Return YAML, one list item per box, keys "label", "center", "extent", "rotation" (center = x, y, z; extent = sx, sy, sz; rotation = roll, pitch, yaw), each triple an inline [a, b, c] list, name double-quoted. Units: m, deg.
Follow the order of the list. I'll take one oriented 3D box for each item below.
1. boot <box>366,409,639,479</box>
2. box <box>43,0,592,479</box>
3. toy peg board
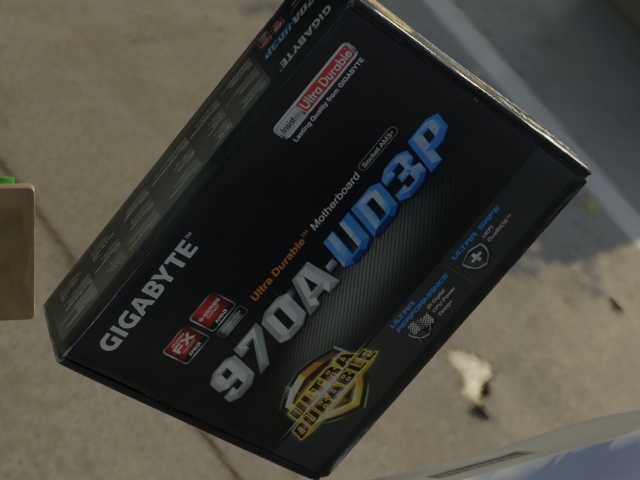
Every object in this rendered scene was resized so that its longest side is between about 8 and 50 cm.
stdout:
- label: "boot"
  center: [0.057, 0.159, 0.591]
  extent: [0.258, 0.095, 0.123]
  rotation: [-12, 88, -15]
- label: "box"
  center: [0.000, 0.000, 0.690]
  extent: [0.175, 0.220, 0.051]
  rotation: [31, 16, -35]
- label: "toy peg board"
  center: [-0.402, 0.003, 1.568]
  extent: [0.161, 0.161, 0.079]
  rotation: [-1, 24, -14]
